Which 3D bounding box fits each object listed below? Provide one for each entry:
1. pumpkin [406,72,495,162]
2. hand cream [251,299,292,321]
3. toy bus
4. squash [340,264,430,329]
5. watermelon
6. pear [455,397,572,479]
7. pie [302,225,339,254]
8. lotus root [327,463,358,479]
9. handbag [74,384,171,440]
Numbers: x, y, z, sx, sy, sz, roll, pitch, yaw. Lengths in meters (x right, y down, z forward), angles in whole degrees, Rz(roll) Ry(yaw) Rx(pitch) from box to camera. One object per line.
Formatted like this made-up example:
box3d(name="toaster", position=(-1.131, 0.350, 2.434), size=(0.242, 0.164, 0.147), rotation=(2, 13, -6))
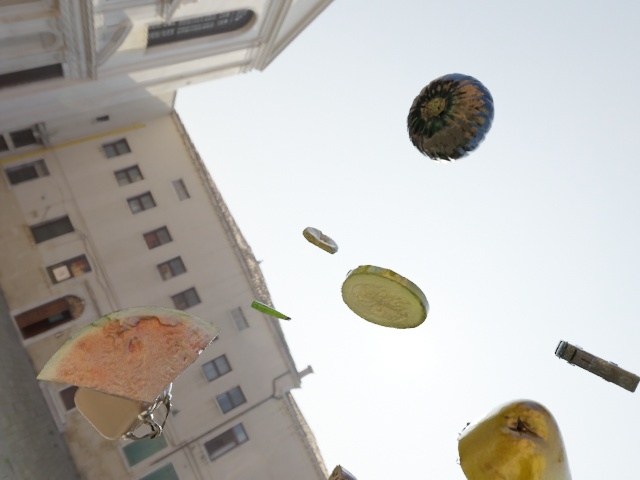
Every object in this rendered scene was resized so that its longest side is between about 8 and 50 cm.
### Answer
box3d(name="pumpkin", position=(0.280, -0.269, 1.091), size=(0.202, 0.140, 0.202), rotation=(-20, -122, 35))
box3d(name="hand cream", position=(-0.139, 0.203, 1.421), size=(0.122, 0.023, 0.036), rotation=(25, -25, -12))
box3d(name="toy bus", position=(0.598, 0.271, 1.084), size=(0.166, 0.047, 0.065), rotation=(25, 2, 16))
box3d(name="squash", position=(0.152, 0.141, 1.197), size=(0.219, 0.041, 0.219), rotation=(21, -34, 15))
box3d(name="watermelon", position=(-0.370, 0.229, 0.962), size=(0.256, 0.260, 0.176), rotation=(-55, -159, 16))
box3d(name="pear", position=(0.423, 0.418, 1.040), size=(0.267, 0.267, 0.178), rotation=(38, -53, 44))
box3d(name="pie", position=(0.000, 0.000, 1.001), size=(0.084, 0.084, 0.020), rotation=(45, -70, 37))
box3d(name="lotus root", position=(0.056, 0.714, 1.427), size=(0.081, 0.122, 0.112), rotation=(32, -20, -8))
box3d(name="handbag", position=(-0.561, 0.464, 1.469), size=(0.283, 0.149, 0.302), rotation=(46, -60, 10))
